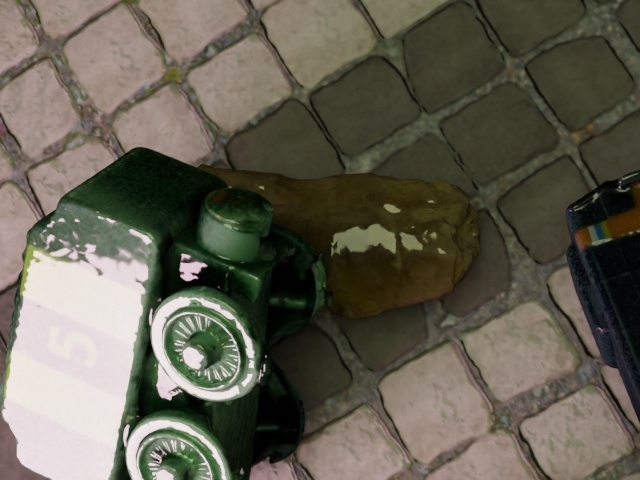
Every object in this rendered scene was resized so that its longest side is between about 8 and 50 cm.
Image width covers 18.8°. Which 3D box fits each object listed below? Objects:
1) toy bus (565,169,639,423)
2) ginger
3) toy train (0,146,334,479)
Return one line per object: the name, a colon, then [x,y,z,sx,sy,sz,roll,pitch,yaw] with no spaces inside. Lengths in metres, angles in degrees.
toy bus: [0.297,0.075,1.456,0.167,0.138,0.275,-19,56,4]
ginger: [0.000,0.000,1.590,0.263,0.109,0.116,7,117,14]
toy train: [-0.127,0.082,1.523,0.238,0.167,0.299,22,118,16]
